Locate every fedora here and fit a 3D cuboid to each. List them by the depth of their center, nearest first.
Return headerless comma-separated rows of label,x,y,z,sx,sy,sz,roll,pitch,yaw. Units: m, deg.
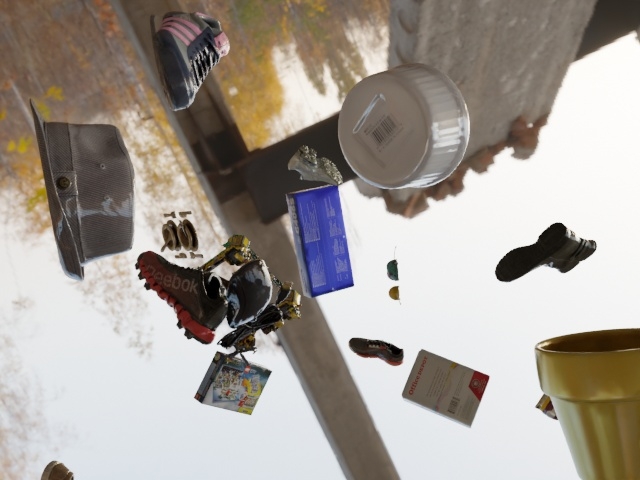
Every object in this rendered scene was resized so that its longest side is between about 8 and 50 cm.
fedora,-0.340,-0.081,1.087,0.124,0.275,0.243,-11,163,-16

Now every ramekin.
ramekin,0.171,-0.243,1.590,0.277,0.277,0.135,-8,-172,42

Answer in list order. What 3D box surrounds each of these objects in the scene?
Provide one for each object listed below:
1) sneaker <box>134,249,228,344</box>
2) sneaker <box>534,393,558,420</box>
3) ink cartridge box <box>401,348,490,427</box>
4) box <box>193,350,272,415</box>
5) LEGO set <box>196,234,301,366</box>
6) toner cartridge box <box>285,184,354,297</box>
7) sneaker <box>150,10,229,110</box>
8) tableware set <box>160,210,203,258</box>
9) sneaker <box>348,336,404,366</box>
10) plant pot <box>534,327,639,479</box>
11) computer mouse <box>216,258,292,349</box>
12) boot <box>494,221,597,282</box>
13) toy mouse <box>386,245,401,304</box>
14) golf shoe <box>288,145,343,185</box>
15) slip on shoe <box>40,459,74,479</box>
sneaker,-0.295,0.098,1.597,0.135,0.276,0.097,-49,153,3
sneaker,0.563,0.385,1.703,0.084,0.069,0.185,37,-160,26
ink cartridge box,0.296,0.350,1.725,0.175,0.072,0.127,21,-104,17
box,-0.266,0.444,2.257,0.044,0.233,0.159,22,-96,41
LEGO set,-0.212,0.170,1.923,0.255,0.331,0.192,-25,-154,17
toner cartridge box,0.000,0.000,2.407,0.165,0.347,0.075,-13,-171,-24
sneaker,-0.218,-0.324,1.247,0.131,0.112,0.319,-10,-142,-8
tableware set,-0.368,-0.010,1.869,0.039,0.128,0.194,-19,-171,-31
sneaker,0.154,0.283,1.957,0.158,0.065,0.061,16,-134,4
plant pot,0.511,0.287,1.258,0.254,0.239,0.254,-7,179,0
computer mouse,-0.114,0.124,1.489,0.184,0.262,0.060,-29,-119,-35
boot,0.603,0.059,1.941,0.246,0.161,0.083,-39,-139,32
toy mouse,0.191,0.085,1.928,0.031,0.143,0.161,-4,-173,4
golf shoe,-0.015,-0.199,2.083,0.086,0.176,0.069,-38,-145,29
slip on shoe,-0.382,0.381,1.067,0.041,0.135,0.051,17,-155,9
